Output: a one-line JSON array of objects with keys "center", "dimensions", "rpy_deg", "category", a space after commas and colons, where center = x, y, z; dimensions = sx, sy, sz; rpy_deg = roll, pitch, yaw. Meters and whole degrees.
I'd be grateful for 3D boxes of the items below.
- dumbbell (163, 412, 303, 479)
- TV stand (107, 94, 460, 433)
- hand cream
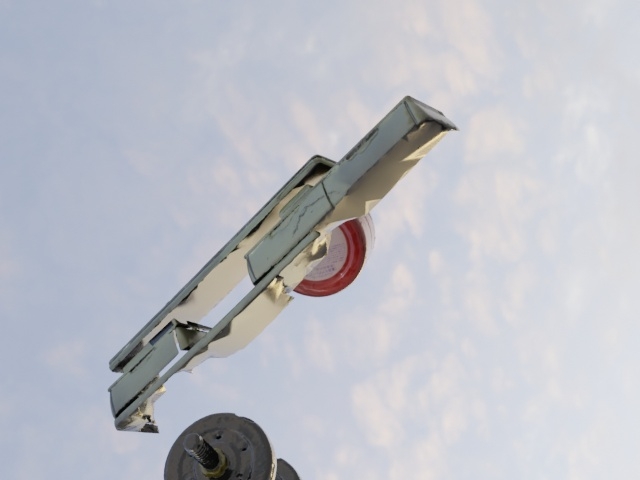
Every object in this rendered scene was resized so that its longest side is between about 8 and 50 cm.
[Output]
[{"center": [-0.105, 0.321, 1.293], "dimensions": [0.143, 0.143, 0.325], "rpy_deg": [-65, -28, -25], "category": "dumbbell"}, {"center": [-0.029, 0.016, 0.525], "dimensions": [0.036, 0.249, 0.042], "rpy_deg": [18, -144, -47], "category": "TV stand"}, {"center": [0.000, 0.000, 1.798], "dimensions": [0.125, 0.193, 0.193], "rpy_deg": [-59, -46, -72], "category": "hand cream"}]
